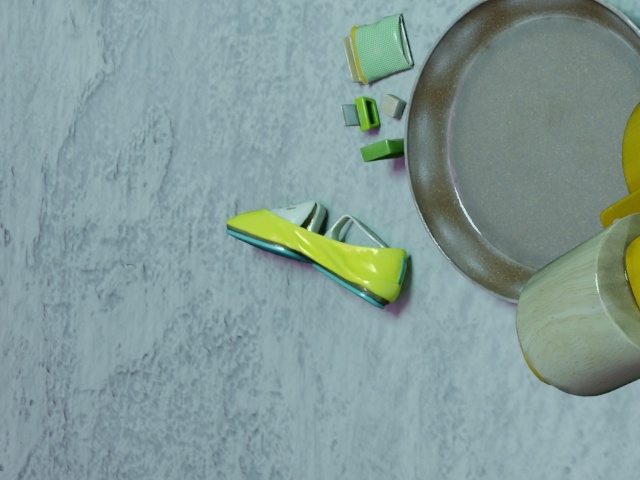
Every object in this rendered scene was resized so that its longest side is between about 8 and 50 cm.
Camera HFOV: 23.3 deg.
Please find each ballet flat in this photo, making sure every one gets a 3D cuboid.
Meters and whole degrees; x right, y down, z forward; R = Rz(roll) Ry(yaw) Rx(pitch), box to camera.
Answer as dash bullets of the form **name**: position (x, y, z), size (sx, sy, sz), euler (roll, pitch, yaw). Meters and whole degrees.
- **ballet flat**: position (0.000, 0.000, 1.695), size (0.231, 0.077, 0.077), euler (25, 89, 33)

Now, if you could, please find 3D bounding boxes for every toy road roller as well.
- **toy road roller**: position (0.304, -0.029, 1.262), size (0.202, 0.329, 0.240), euler (-41, 65, 61)

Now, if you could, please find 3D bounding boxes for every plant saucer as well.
- **plant saucer**: position (0.218, -0.092, 1.506), size (0.310, 0.050, 0.310), euler (6, 100, 40)

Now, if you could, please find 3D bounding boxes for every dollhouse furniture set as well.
- **dollhouse furniture set**: position (0.056, -0.160, 1.628), size (0.076, 0.058, 0.152), euler (-16, 85, 40)
